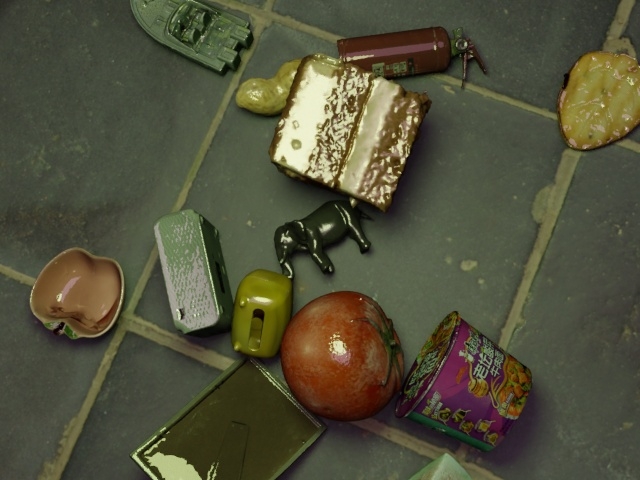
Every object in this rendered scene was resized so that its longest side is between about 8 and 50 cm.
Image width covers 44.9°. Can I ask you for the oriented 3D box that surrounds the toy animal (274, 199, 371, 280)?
[{"bbox_3d":[-0.003,0.002,1.714,0.245,0.114,0.146,-30,84,-24],"label":"toy animal"}]

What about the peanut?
[{"bbox_3d":[-0.085,-0.352,1.785,0.229,0.098,0.103,-26,103,-3],"label":"peanut"}]

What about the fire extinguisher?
[{"bbox_3d":[0.211,-0.410,1.782,0.337,0.106,0.147,-6,103,4],"label":"fire extinguisher"}]

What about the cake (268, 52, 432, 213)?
[{"bbox_3d":[0.056,-0.220,1.642,0.290,0.256,0.282,19,91,1],"label":"cake"}]

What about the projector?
[{"bbox_3d":[-0.261,0.076,1.663,0.108,0.198,0.250,-16,79,1],"label":"projector"}]

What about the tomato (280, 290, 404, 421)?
[{"bbox_3d":[0.038,0.237,1.578,0.264,0.265,0.265,-1,78,4],"label":"tomato"}]

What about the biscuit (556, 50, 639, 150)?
[{"bbox_3d":[0.634,-0.315,1.757,0.203,0.041,0.260,33,83,7],"label":"biscuit"}]

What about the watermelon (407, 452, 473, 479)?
[{"bbox_3d":[0.231,0.567,1.517,0.319,0.214,0.290,14,78,19],"label":"watermelon"}]

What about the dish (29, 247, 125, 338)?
[{"bbox_3d":[-0.527,0.127,1.730,0.213,0.090,0.213,-1,76,3],"label":"dish"}]

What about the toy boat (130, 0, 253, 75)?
[{"bbox_3d":[-0.318,-0.512,1.842,0.319,0.092,0.141,27,80,10],"label":"toy boat"}]

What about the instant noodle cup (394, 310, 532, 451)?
[{"bbox_3d":[0.294,0.295,1.565,0.190,0.251,0.251,30,82,0],"label":"instant noodle cup"}]

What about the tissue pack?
[{"bbox_3d":[-0.126,0.161,1.641,0.123,0.127,0.178,13,115,6],"label":"tissue pack"}]

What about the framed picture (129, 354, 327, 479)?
[{"bbox_3d":[-0.184,0.417,1.607,0.247,0.022,0.335,42,61,13],"label":"framed picture"}]
